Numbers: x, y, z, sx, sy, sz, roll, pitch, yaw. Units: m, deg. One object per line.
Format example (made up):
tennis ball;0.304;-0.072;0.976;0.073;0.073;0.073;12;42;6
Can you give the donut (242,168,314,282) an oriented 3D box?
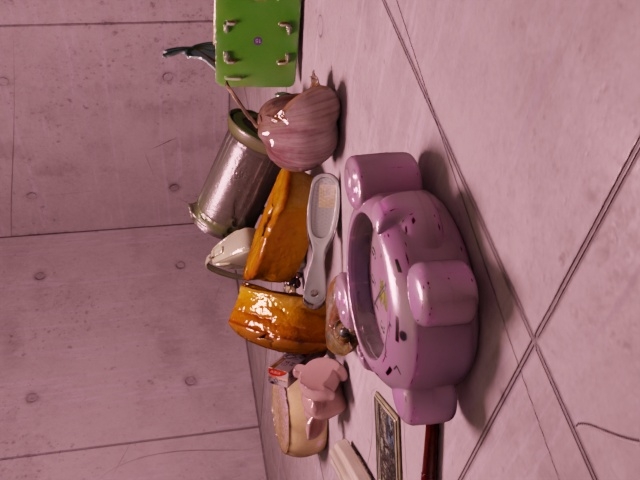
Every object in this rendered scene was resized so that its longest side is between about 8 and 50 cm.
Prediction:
donut;-0.084;-0.031;1.811;0.303;0.110;0.302;-161;90;-80

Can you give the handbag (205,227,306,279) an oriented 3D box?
handbag;-0.186;0.050;2.066;0.219;0.256;0.079;-25;62;33

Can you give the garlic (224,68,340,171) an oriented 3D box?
garlic;-0.063;-0.274;1.589;0.207;0.257;0.207;-50;5;7

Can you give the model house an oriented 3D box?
model house;-0.232;-0.586;1.946;0.323;0.340;0.300;-104;15;-54

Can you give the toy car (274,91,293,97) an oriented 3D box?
toy car;-0.055;-0.294;1.825;0.224;0.076;0.090;-134;42;-61

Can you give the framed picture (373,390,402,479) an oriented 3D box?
framed picture;0.120;0.379;1.382;0.142;0.011;0.183;-146;52;-76

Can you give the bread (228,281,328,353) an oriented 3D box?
bread;-0.087;0.183;1.766;0.270;0.195;0.142;7;85;40

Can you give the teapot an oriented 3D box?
teapot;-0.187;-0.151;2.050;0.337;0.271;0.200;-61;35;24

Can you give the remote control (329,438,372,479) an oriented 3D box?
remote control;0.067;0.492;1.595;0.230;0.049;0.090;-144;47;-73

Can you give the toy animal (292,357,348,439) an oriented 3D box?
toy animal;0.008;0.354;1.727;0.212;0.124;0.124;84;173;-45

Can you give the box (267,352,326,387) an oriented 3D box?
box;-0.050;0.279;1.791;0.218;0.055;0.039;-27;-56;-62

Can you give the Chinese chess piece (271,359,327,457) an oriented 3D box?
Chinese chess piece;-0.060;0.438;2.049;0.270;0.112;0.269;176;90;-78

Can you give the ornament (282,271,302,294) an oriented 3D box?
ornament;-0.097;0.176;2.099;0.166;0.153;0.196;117;156;-68

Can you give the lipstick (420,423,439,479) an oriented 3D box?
lipstick;0.161;0.319;1.123;0.027;0.027;0.176;-123;32;-67

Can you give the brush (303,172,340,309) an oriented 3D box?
brush;0.000;0.000;1.648;0.060;0.068;0.296;-66;-17;-79

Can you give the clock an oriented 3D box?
clock;0.110;0.063;1.049;0.322;0.114;0.295;-111;20;-53

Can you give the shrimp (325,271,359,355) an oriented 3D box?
shrimp;0.045;0.142;1.511;0.317;0.077;0.168;134;133;-79
